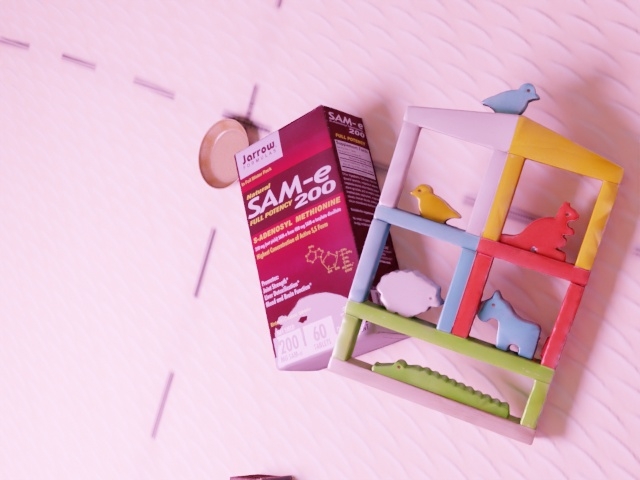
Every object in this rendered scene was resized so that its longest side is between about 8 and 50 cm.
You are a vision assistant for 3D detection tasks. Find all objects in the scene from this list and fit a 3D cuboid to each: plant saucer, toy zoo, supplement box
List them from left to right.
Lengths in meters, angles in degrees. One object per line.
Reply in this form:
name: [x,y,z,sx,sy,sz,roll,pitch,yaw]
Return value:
plant saucer: [-0.109,-0.099,1.100,0.083,0.015,0.083,-6,80,40]
supplement box: [0.000,0.000,0.959,0.130,0.073,0.239,-26,68,33]
toy zoo: [0.137,0.007,0.820,0.192,0.030,0.293,19,97,14]

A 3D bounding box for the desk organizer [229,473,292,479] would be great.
desk organizer: [-0.063,0.311,0.985,0.050,0.047,0.130,-8,79,41]
